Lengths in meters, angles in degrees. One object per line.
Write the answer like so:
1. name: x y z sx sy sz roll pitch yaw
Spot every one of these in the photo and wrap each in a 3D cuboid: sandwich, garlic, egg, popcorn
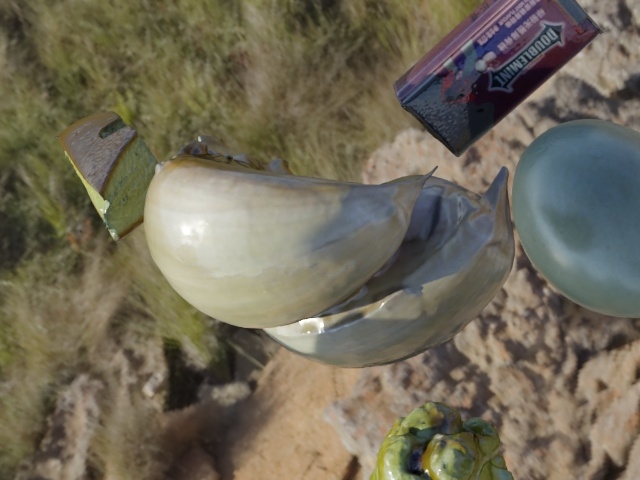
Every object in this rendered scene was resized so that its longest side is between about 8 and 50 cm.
1. sandwich: -0.224 -0.082 1.218 0.088 0.090 0.244 -31 28 -8
2. garlic: 0.000 0.000 1.020 0.313 0.286 0.249 18 60 38
3. egg: 0.308 -0.024 1.188 0.186 0.186 0.253 -35 47 4
4. popcorn: 0.178 0.366 1.651 0.225 0.276 0.276 -37 52 -20

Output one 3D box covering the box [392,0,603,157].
1. box: 0.203 -0.211 1.282 0.224 0.120 0.069 -43 24 18
